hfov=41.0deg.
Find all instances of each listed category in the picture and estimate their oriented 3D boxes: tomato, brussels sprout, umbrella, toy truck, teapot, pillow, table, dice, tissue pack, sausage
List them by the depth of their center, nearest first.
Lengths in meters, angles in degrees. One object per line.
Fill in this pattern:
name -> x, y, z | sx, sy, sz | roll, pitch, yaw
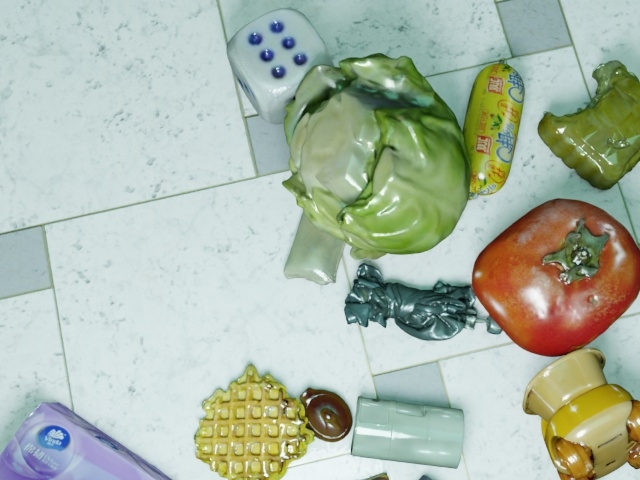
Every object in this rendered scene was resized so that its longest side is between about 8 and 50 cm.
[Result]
toy truck -> 0.538, 0.367, 1.716 | 0.204, 0.288, 0.211 | -29, 53, 0
tissue pack -> -0.488, 0.516, 1.744 | 0.338, 0.160, 0.242 | 31, 80, 8
tomato -> 0.480, 0.072, 1.759 | 0.293, 0.290, 0.325 | 40, 73, 10
table -> 0.178, 0.398, 1.776 | 0.220, 0.126, 0.126 | 8, 77, 3
brussels sprout -> 0.139, -0.162, 1.801 | 0.343, 0.361, 0.425 | -23, 62, 36
teapot -> 0.010, 0.366, 1.811 | 0.098, 0.078, 0.129 | -41, 79, -8
umbrella -> 0.227, 0.145, 1.852 | 0.349, 0.094, 0.143 | 12, 82, 2
pillow -> 0.000, 0.000, 1.909 | 0.119, 0.053, 0.208 | 16, 74, 2
sausage -> 0.383, -0.251, 1.925 | 0.123, 0.123, 0.346 | 13, 78, 4
dice -> -0.088, -0.390, 1.931 | 0.194, 0.192, 0.193 | -29, 79, -7

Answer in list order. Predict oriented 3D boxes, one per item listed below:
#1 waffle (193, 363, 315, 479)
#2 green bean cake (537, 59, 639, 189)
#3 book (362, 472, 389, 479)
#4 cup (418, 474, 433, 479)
waffle -> -0.148, 0.400, 1.805 | 0.243, 0.059, 0.237 | 40, 90, 22
green bean cake -> 0.640, -0.263, 1.923 | 0.236, 0.124, 0.233 | -43, 80, -8
book -> 0.083, 0.712, 1.689 | 0.300, 0.039, 0.427 | -13, 76, -30
cup -> 0.208, 0.531, 1.778 | 0.100, 0.078, 0.077 | 28, 71, 38
